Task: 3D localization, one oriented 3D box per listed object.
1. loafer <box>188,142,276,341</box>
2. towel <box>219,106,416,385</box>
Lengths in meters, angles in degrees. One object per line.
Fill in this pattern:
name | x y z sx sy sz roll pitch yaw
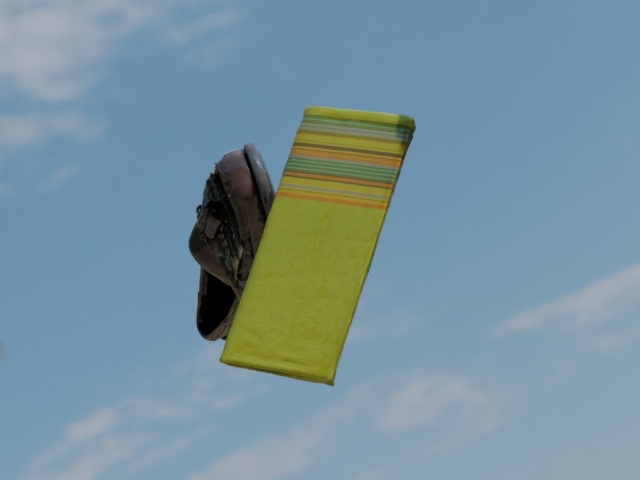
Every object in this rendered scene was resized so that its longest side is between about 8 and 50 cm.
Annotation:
loafer | -0.079 0.020 1.654 0.095 0.109 0.302 -16 -28 -5
towel | 0.000 0.000 1.450 0.102 0.237 0.021 8 -23 25
